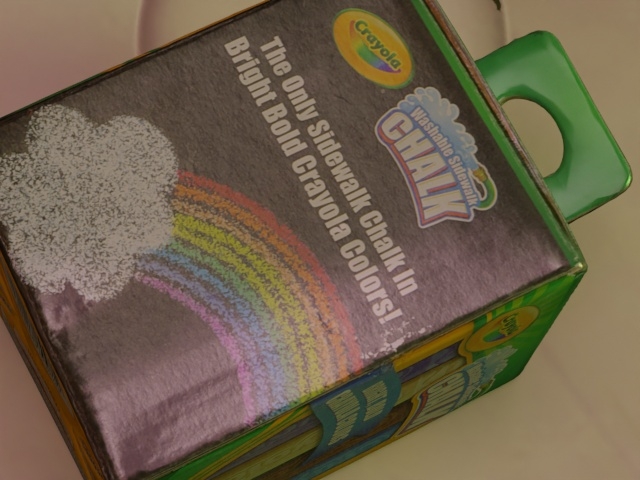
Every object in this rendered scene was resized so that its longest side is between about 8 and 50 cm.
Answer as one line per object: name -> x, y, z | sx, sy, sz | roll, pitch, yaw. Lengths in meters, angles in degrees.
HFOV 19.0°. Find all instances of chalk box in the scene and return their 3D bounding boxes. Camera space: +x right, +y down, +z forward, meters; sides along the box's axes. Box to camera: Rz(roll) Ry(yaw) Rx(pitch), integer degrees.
chalk box -> 0.000, 0.000, 0.657 | 0.213, 0.132, 0.132 | -24, 74, -13
